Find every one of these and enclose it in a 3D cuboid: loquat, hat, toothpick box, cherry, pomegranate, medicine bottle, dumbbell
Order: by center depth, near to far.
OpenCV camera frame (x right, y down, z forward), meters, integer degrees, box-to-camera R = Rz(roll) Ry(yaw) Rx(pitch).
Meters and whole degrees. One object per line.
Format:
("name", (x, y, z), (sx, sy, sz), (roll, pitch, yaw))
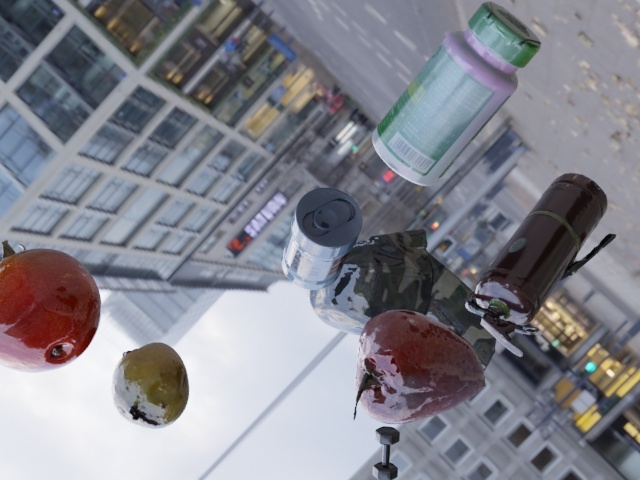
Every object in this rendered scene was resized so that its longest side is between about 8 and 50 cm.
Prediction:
("cherry", (0.081, 0.119, 0.795), (0.126, 0.106, 0.087), (22, -166, -32))
("medicine bottle", (0.204, -0.220, 1.301), (0.133, 0.274, 0.133), (27, -148, -19))
("toothpick box", (0.000, 0.000, 1.305), (0.101, 0.101, 0.153), (45, 154, 13))
("dumbbell", (0.104, 0.335, 1.361), (0.036, 0.083, 0.040), (0, -172, -20))
("pomegranate", (-0.504, 0.110, 1.521), (0.257, 0.221, 0.221), (52, -171, 23))
("loquat", (-0.333, 0.278, 1.695), (0.204, 0.149, 0.172), (-104, 11, -51))
("hat", (0.169, 0.184, 1.892), (0.257, 0.366, 0.382), (-16, -121, -36))

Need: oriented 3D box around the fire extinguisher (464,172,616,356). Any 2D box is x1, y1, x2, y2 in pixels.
("fire extinguisher", (0.326, 0.037, 1.272), (0.141, 0.341, 0.105), (18, 138, 31))
